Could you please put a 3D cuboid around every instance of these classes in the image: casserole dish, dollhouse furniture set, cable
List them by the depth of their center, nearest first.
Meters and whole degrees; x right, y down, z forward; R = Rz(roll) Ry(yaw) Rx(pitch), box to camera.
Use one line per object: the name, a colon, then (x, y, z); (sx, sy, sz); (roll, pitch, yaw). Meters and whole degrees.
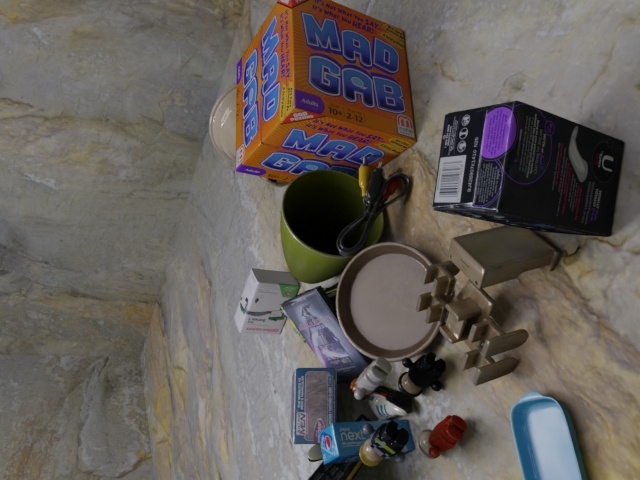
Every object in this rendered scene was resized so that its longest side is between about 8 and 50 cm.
casserole dish: (0.385, 0.351, 0.874); (0.114, 0.037, 0.188); (-39, 51, 50)
dollhouse furniture set: (0.320, 0.103, 0.991); (0.212, 0.161, 0.242); (-125, 30, -47)
cable: (0.136, -0.079, 1.318); (0.072, 0.139, 0.287); (83, -155, -74)

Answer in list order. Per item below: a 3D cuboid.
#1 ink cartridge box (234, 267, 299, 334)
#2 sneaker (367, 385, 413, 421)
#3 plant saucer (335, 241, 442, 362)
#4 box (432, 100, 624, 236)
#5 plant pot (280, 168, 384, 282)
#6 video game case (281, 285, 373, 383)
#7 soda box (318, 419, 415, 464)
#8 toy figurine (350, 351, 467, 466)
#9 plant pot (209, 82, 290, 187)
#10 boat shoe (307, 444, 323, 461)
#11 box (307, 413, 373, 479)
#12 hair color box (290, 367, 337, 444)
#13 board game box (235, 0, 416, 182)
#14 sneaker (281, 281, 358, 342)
ink cartridge box: (-0.188, 0.215, 1.804); (0.092, 0.160, 0.219); (55, 130, 51)
sneaker: (0.167, 0.401, 1.242); (0.161, 0.057, 0.075); (1, 100, 59)
plant saucer: (0.163, 0.142, 1.217); (0.277, 0.041, 0.278); (-6, 79, 32)
box: (0.336, -0.106, 0.842); (0.143, 0.270, 0.165); (10, 91, 61)
plant pot: (0.000, 0.000, 1.464); (0.293, 0.274, 0.275); (115, 151, -55)
video game case: (0.021, 0.258, 1.388); (0.274, 0.026, 0.196); (55, 144, -3)
soda box: (0.105, 0.448, 1.166); (0.067, 0.210, 0.071); (-50, 42, 43)
toy figurine: (0.170, 0.349, 1.082); (0.148, 0.209, 0.213); (118, 145, -50)
plant pot: (-0.176, -0.354, 1.818); (0.305, 0.333, 0.334); (48, 124, 42)
boat shoe: (0.019, 0.555, 1.377); (0.049, 0.133, 0.042); (31, 119, 39)
box: (0.008, 0.589, 1.212); (0.079, 0.322, 0.257); (35, 117, 17)
hair color box: (-0.023, 0.431, 1.365); (0.347, 0.105, 0.174); (102, 168, -73)
board game box: (-0.004, -0.384, 1.433); (0.356, 0.356, 0.357); (-30, 57, 54)
sneaker: (0.045, 0.203, 1.457); (0.384, 0.145, 0.147); (-17, 100, 55)
